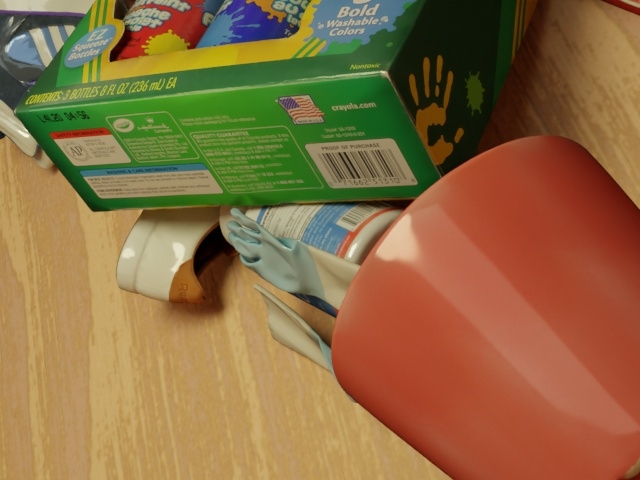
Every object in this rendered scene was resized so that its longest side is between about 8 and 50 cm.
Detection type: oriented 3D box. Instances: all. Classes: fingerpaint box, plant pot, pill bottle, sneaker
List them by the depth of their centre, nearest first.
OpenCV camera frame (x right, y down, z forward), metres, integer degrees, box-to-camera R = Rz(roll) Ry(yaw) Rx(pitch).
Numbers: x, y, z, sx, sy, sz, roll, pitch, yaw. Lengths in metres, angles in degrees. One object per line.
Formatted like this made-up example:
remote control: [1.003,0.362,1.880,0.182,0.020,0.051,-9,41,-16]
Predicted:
plant pot: [0.185,0.099,0.911,0.275,0.275,0.243,-48,55,8]
pill bottle: [0.000,0.000,1.199,0.221,0.124,0.124,25,84,46]
fingerpaint box: [-0.030,-0.220,1.223,0.444,0.163,0.371,0,48,35]
sneaker: [-0.119,-0.052,1.371,0.123,0.106,0.290,17,67,10]
sneaker: [-0.316,-0.209,1.610,0.322,0.130,0.236,7,100,17]

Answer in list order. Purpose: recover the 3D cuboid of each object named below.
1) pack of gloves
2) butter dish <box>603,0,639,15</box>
pack of gloves: [-0.011,0.077,1.117,0.046,0.195,0.232,-40,40,-22]
butter dish: [0.294,-0.301,1.119,0.118,0.160,0.160,-40,43,-11]
